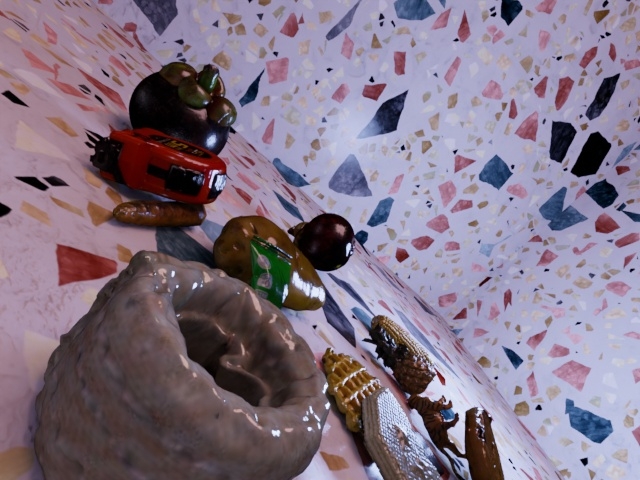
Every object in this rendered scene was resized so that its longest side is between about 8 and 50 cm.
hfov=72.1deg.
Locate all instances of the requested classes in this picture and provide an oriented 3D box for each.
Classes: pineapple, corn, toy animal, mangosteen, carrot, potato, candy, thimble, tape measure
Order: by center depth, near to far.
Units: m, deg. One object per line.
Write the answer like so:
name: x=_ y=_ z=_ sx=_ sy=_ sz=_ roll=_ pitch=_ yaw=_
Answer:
thimble: x=-0.142 y=0.165 z=0.487 sx=0.291 sy=0.195 sz=0.291 roll=41 pitch=8 yaw=-7
candy: x=-0.111 y=0.104 z=0.912 sx=0.078 sy=0.203 sz=0.141 roll=4 pitch=-21 yaw=20
carrot: x=-0.335 y=-0.061 z=0.948 sx=0.066 sy=0.066 sz=0.314 roll=47 pitch=11 yaw=7
tape measure: x=-0.348 y=-0.169 z=1.016 sx=0.260 sy=0.114 sz=0.253 roll=21 pitch=15 yaw=-10
potato: x=-0.109 y=0.069 z=1.106 sx=0.195 sy=0.176 sz=0.369 roll=20 pitch=-15 yaw=43
toy animal: x=0.342 y=0.545 z=1.245 sx=0.114 sy=0.116 sz=0.255 roll=73 pitch=-1 yaw=-54
mangosteen: x=-0.393 y=-0.368 z=1.280 sx=0.300 sy=0.300 sz=0.300 roll=44 pitch=11 yaw=-10
pineapple: x=0.249 y=0.377 z=1.412 sx=0.248 sy=0.128 sz=0.128 roll=44 pitch=10 yaw=13
corn: x=0.306 y=0.388 z=1.639 sx=0.293 sy=0.106 sz=0.106 roll=46 pitch=10 yaw=1
mangosteen: x=0.000 y=0.000 z=1.667 sx=0.265 sy=0.228 sz=0.228 roll=15 pitch=8 yaw=7

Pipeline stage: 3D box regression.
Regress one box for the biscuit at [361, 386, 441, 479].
biscuit: x=0.163 y=0.430 z=0.894 sx=0.150 sy=0.052 sz=0.252 roll=5 pitch=50 yaw=-59

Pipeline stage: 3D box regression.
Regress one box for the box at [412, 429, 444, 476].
box: x=0.240 y=0.521 z=1.091 sx=0.126 sy=0.027 sz=0.125 roll=36 pitch=12 yaw=-38

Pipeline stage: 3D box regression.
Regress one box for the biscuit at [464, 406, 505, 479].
biscuit: x=0.443 y=0.602 z=1.199 sx=0.296 sy=0.075 sz=0.296 roll=47 pitch=34 yaw=-47

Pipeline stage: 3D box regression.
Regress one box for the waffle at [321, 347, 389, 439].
waffle: x=0.106 y=0.378 z=1.036 sx=0.291 sy=0.051 sz=0.291 roll=42 pitch=11 yaw=-10
